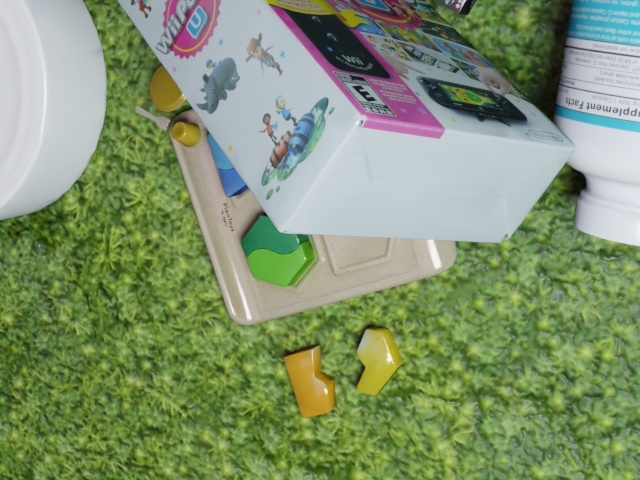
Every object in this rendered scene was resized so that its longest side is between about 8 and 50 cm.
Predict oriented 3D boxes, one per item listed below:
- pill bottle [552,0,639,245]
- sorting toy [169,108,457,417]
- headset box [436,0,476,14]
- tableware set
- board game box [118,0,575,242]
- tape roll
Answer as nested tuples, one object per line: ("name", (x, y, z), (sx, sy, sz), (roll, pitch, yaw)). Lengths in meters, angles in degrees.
("pill bottle", (0.248, -0.131, 0.765), (0.146, 0.146, 0.264), (12, 104, 22))
("sorting toy", (0.000, 0.000, 0.955), (0.229, 0.041, 0.307), (-17, 92, 25))
("headset box", (0.098, -0.232, 0.877), (0.083, 0.032, 0.062), (35, 111, 13))
("tableware set", (-0.098, -0.159, 0.966), (0.104, 0.024, 0.154), (32, 98, 31))
("board game box", (0.003, -0.134, 0.768), (0.303, 0.224, 0.097), (52, 123, 33))
("tape roll", (-0.356, -0.157, 1.055), (0.286, 0.100, 0.286), (5, 101, 24))
